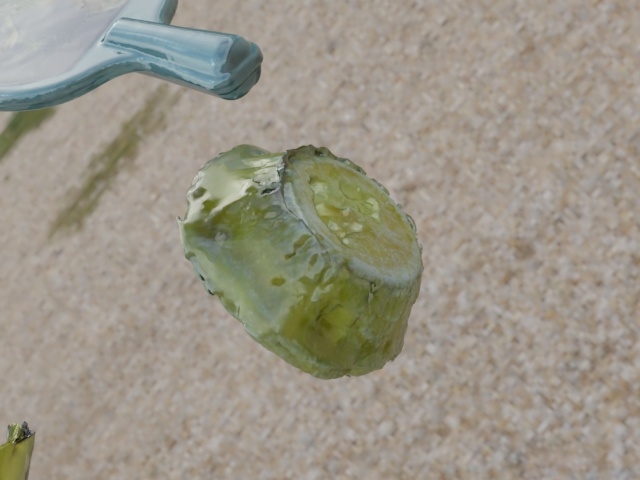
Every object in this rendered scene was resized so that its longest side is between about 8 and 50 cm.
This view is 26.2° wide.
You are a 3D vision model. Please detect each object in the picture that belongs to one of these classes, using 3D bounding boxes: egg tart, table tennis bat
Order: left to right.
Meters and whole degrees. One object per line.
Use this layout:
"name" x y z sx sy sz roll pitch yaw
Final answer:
"table tennis bat" -0.131 -0.121 0.830 0.237 0.038 0.149 18 52 37
"egg tart" 0.000 0.000 0.927 0.078 0.197 0.197 -44 22 30

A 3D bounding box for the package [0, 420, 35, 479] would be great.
"package" -0.269 0.237 0.981 0.168 0.090 0.226 -14 52 -13
